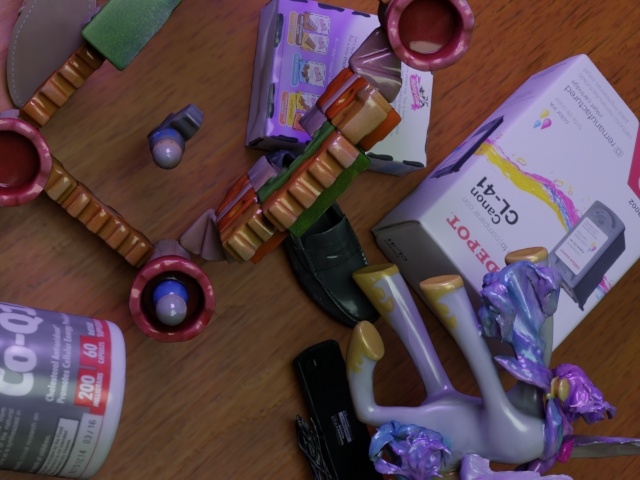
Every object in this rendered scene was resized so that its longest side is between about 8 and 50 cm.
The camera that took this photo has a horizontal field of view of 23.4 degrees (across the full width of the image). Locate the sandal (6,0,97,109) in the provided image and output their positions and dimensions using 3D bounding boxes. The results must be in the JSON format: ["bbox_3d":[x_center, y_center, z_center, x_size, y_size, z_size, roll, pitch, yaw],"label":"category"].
[{"bbox_3d":[-0.268,-0.252,1.617,0.088,0.079,0.240,12,109,-2],"label":"sandal"}]

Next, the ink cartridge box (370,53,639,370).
[{"bbox_3d":[0.248,-0.030,1.776,0.306,0.131,0.226,-45,101,-23],"label":"ink cartridge box"}]

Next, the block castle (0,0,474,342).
[{"bbox_3d":[-0.098,-0.146,1.512,0.303,0.213,0.453,42,95,-16],"label":"block castle"}]

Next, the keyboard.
[{"bbox_3d":[0.007,0.211,1.700,0.100,0.038,0.192,-17,88,-47],"label":"keyboard"}]

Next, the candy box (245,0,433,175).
[{"bbox_3d":[0.025,-0.171,1.735,0.196,0.070,0.165,10,78,-21],"label":"candy box"}]

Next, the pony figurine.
[{"bbox_3d":[0.193,0.198,1.599,0.303,0.351,0.364,-29,108,-57],"label":"pony figurine"}]

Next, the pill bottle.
[{"bbox_3d":[-0.343,0.133,1.486,0.283,0.161,0.161,11,78,-21],"label":"pill bottle"}]

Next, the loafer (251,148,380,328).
[{"bbox_3d":[0.000,0.000,1.694,0.076,0.078,0.223,-34,96,-23],"label":"loafer"}]
